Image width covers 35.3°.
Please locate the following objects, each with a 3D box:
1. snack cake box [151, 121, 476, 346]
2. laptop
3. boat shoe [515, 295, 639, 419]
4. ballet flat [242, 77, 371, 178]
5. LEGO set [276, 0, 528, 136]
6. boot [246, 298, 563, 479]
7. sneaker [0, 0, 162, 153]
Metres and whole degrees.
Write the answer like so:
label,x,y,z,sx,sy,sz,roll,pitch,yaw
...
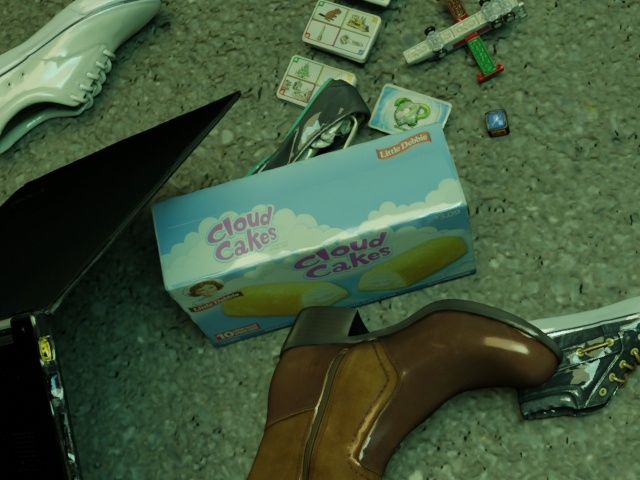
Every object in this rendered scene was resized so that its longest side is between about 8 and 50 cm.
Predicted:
label,x,y,z,sx,sy,sz,roll,pitch,yaw
snack cake box,0.000,0.000,0.911,0.264,0.152,0.089,-16,64,5
laptop,-0.230,0.121,0.867,0.382,0.236,0.408,-14,87,45
boat shoe,0.253,0.102,0.867,0.183,0.065,0.083,-14,66,13
ballet flat,-0.024,-0.070,0.990,0.074,0.074,0.203,38,84,23
LEGO set,0.099,-0.189,1.044,0.244,0.060,0.183,21,85,21
boot,0.046,0.184,0.806,0.264,0.096,0.280,2,55,26
sneaker,-0.271,-0.185,1.094,0.258,0.094,0.091,-35,83,1
